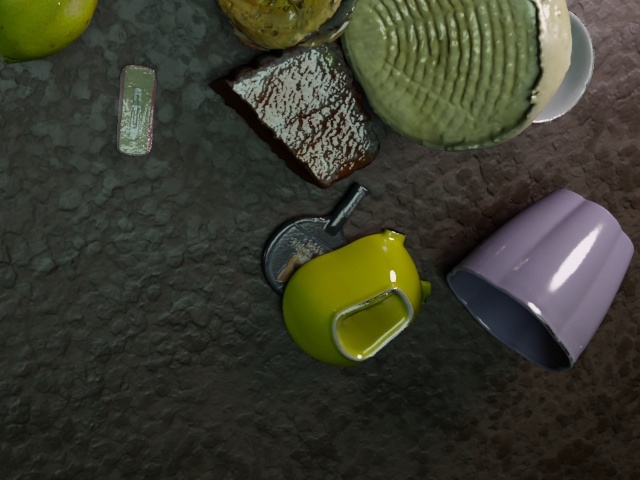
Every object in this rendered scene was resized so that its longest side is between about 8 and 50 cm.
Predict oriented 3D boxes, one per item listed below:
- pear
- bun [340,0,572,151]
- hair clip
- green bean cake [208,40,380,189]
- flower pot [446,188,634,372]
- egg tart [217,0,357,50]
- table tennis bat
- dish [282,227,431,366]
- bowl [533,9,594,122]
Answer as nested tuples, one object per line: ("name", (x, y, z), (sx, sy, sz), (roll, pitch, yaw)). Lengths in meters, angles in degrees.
("pear", (-0.385, -0.346, 1.078), (0.220, 0.187, 0.187), (-46, 113, -4))
("bun", (0.210, -0.319, 1.194), (0.202, 0.364, 0.364), (-34, 117, -40))
("hair clip", (-0.280, -0.197, 1.235), (0.054, 0.022, 0.137), (3, 106, -16))
("green bean cake", (-0.030, -0.193, 1.268), (0.198, 0.097, 0.233), (-32, 112, -6))
("flower pot", (0.396, 0.058, 1.396), (0.243, 0.265, 0.265), (-44, 113, -11))
("egg tart", (-0.035, -0.411, 1.152), (0.132, 0.297, 0.297), (-7, 115, -59))
("table tennis bat", (0.000, 0.000, 1.377), (0.150, 0.027, 0.236), (36, 97, -24))
("dish", (0.077, 0.117, 1.376), (0.262, 0.108, 0.221), (-31, 120, -6))
("bowl", (0.351, -0.297, 1.352), (0.189, 0.086, 0.189), (-5, 109, -15))
